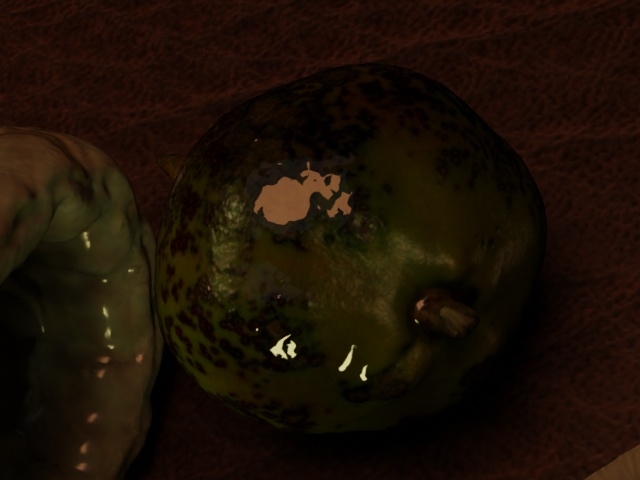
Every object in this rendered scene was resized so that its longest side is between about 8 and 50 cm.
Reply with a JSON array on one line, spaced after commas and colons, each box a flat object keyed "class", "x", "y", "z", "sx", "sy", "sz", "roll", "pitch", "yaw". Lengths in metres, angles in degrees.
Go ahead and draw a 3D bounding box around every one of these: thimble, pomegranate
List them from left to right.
[{"class": "thimble", "x": -0.233, "y": 0.073, "z": 1.029, "sx": 0.195, "sy": 0.291, "sz": 0.291, "roll": 7, "pitch": 63, "yaw": 25}, {"class": "pomegranate", "x": -0.003, "y": 0.017, "z": 1.048, "sx": 0.276, "sy": 0.222, "sz": 0.204, "roll": -27, "pitch": 62, "yaw": 51}]

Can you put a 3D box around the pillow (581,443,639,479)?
[{"class": "pillow", "x": 0.214, "y": 0.160, "z": 0.932, "sx": 0.254, "sy": 0.078, "sz": 0.144, "roll": -27, "pitch": 63, "yaw": 4}]
